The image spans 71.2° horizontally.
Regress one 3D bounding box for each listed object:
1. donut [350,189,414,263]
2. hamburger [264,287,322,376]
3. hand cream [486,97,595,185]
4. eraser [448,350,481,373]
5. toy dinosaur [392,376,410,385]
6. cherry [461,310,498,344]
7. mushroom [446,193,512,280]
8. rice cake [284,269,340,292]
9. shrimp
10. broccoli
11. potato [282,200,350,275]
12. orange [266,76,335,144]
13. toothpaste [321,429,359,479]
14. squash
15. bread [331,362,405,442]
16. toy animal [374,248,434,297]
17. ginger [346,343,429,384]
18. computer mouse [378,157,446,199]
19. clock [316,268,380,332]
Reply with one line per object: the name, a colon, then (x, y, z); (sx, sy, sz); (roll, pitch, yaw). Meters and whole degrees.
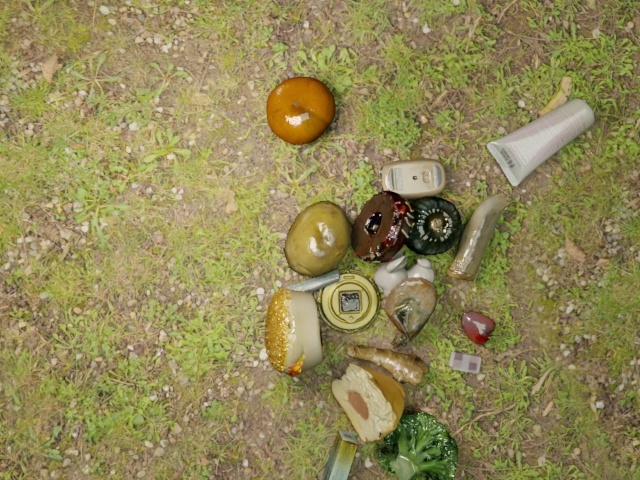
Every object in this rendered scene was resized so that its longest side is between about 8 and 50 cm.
donut: (0.207, -0.042, 1.501); (0.103, 0.270, 0.269); (21, 88, -26)
hamburger: (-0.098, 0.301, 1.470); (0.179, 0.276, 0.294); (-4, 85, -13)
hand cream: (0.796, -0.366, 1.603); (0.359, 0.118, 0.185); (-33, 93, 5)
eraser: (0.522, 0.439, 1.613); (0.105, 0.026, 0.065); (12, 92, -2)
toy dinosaur: (0.280, 0.497, 1.600); (0.083, 0.030, 0.047); (11, 87, -1)
cherry: (0.563, 0.305, 1.587); (0.106, 0.087, 0.126); (-31, 72, 4)
mushroom: (0.562, -0.014, 1.592); (0.123, 0.095, 0.351); (30, 89, -21)
rice cake: (-0.029, 0.155, 1.571); (0.211, 0.034, 0.043); (-20, 52, 7)
shrimp: (0.285, 0.252, 1.517); (0.168, 0.077, 0.317); (18, 119, -4)
broccoli: (0.327, 0.717, 1.511); (0.269, 0.242, 0.261); (42, 109, 27)
potato: (0.000, 0.000, 1.510); (0.242, 0.242, 0.285); (44, 85, -1)
orange: (-0.066, -0.441, 1.530); (0.240, 0.171, 0.240); (-1, 77, 5)
toothpaste: (0.051, 0.834, 1.560); (0.071, 0.089, 0.312); (19, 88, -9)
squash: (0.378, -0.049, 1.540); (0.218, 0.172, 0.218); (-6, 112, -16)
bread: (0.156, 0.552, 1.496); (0.224, 0.211, 0.183); (33, 109, -8)
toy animal: (0.293, 0.119, 1.541); (0.193, 0.127, 0.178); (20, 119, -12)
ginger: (0.230, 0.424, 1.556); (0.295, 0.131, 0.086); (16, 124, -1)
computer mouse: (0.325, -0.217, 1.585); (0.237, 0.082, 0.145); (-7, 90, 0)
clock: (0.101, 0.217, 1.586); (0.237, 0.057, 0.236); (0, 88, -3)
